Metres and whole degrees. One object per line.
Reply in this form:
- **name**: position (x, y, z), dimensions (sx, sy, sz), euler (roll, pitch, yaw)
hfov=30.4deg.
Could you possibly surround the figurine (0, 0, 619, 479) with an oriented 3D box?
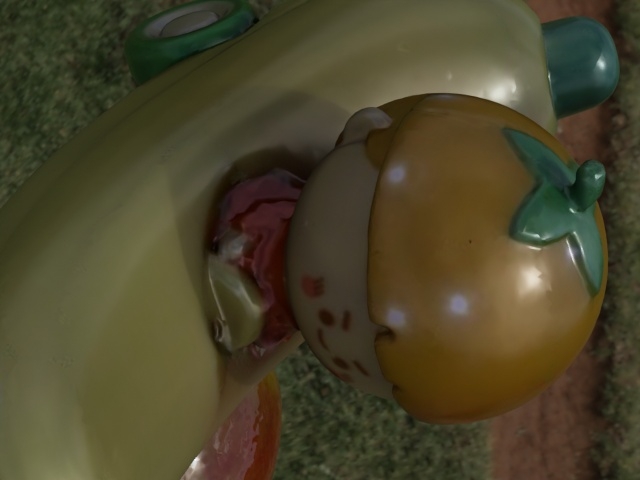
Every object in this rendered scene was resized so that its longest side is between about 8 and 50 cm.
- **figurine**: position (0.000, 0.000, 0.422), dimensions (0.324, 0.222, 0.124), euler (-49, 134, -47)

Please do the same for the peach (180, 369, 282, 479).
- **peach**: position (-0.142, 0.128, 0.747), dimensions (0.231, 0.231, 0.231), euler (15, 63, -31)
